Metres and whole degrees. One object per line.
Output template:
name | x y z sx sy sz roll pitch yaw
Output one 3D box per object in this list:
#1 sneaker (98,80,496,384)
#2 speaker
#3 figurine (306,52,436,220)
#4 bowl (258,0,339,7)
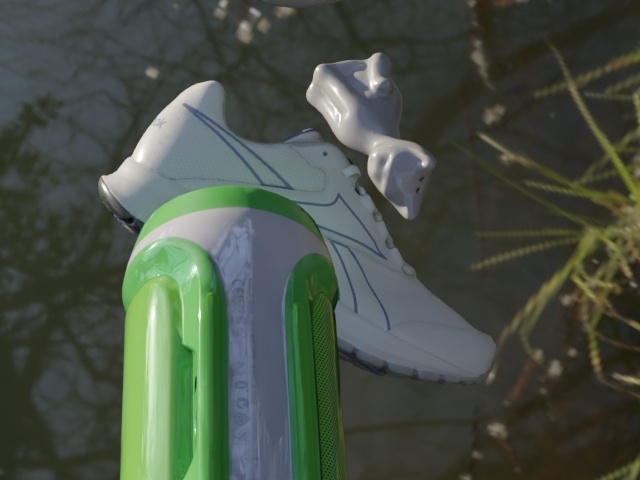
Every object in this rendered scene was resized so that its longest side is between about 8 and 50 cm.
sneaker | 0.000 0.000 1.067 0.129 0.297 0.111 -59 7 -7
speaker | -0.045 0.115 0.819 0.131 0.131 0.297 -29 45 27
figurine | 0.044 -0.055 1.600 0.209 0.092 0.215 62 141 47
bowl | 0.033 -0.128 0.422 0.142 0.053 0.142 -22 48 27
